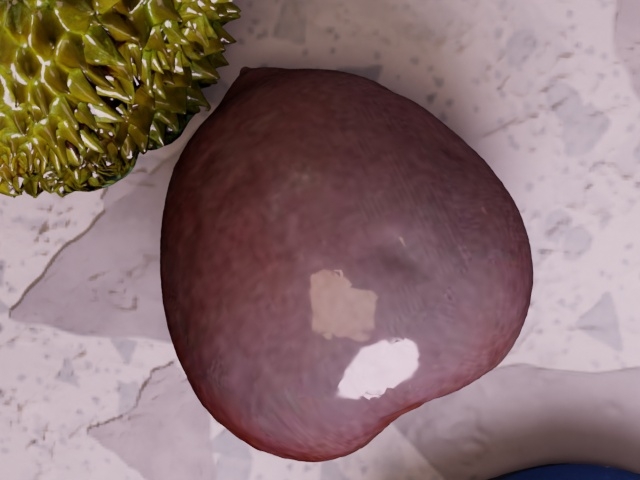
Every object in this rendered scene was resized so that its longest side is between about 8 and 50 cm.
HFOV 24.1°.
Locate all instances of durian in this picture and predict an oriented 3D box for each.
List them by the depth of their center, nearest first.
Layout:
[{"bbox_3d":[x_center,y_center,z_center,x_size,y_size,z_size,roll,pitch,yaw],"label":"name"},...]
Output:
[{"bbox_3d":[-0.169,-0.149,0.896,0.291,0.291,0.225,-40,83,17],"label":"durian"}]

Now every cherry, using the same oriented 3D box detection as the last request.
[{"bbox_3d":[0.001,0.009,0.928,0.239,0.206,0.239,7,117,13],"label":"cherry"}]

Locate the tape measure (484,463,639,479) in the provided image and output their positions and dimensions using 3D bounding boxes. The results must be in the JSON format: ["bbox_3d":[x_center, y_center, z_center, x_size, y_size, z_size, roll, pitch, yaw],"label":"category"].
[{"bbox_3d":[0.171,0.290,1.012,0.262,0.138,0.259,-23,101,14],"label":"tape measure"}]
